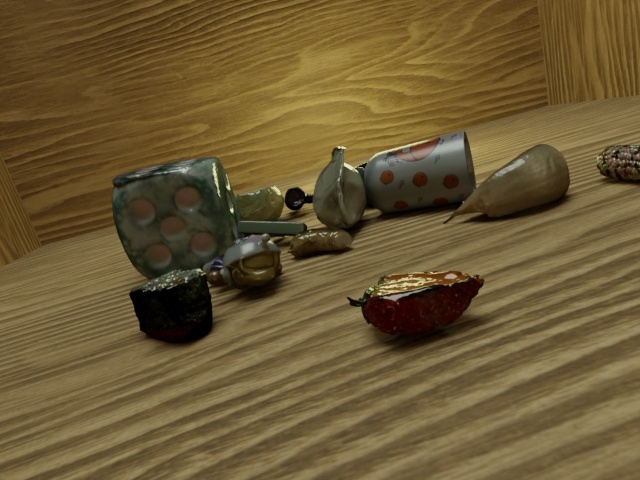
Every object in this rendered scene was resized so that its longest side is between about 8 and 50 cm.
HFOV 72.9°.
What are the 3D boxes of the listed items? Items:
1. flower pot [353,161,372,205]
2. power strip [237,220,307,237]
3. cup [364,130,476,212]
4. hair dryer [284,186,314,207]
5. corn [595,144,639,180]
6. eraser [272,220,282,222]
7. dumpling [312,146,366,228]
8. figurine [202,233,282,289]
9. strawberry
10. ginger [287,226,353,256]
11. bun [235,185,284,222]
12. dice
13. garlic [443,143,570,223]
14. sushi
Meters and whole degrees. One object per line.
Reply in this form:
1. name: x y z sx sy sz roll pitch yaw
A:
1. flower pot: 0.192 -0.216 1.629 0.190 0.157 0.243 -20 15 -23
2. power strip: -0.150 -0.030 1.427 0.216 0.061 0.145 3 -3 7
3. cup: 0.312 -0.201 1.372 0.318 0.212 0.212 -10 16 25
4. hair dryer: -0.027 -0.180 1.819 0.252 0.089 0.197 -3 0 -3
5. corn: 0.816 -0.186 1.070 0.092 0.092 0.280 -18 19 -12
6. eraser: -0.169 -0.044 1.598 0.052 0.029 0.122 -14 14 4
7. dumpling: 0.058 -0.169 1.391 0.182 0.259 0.341 0 12 22
8. figurine: -0.193 0.059 1.091 0.194 0.133 0.274 -8 -1 -19
9. strawberry: 0.147 0.099 0.680 0.193 0.084 0.140 -13 7 -13
10. ginger: 0.000 0.002 1.200 0.190 0.068 0.095 -10 38 15
11. bun: -0.263 -0.120 1.729 0.260 0.152 0.259 -17 3 1
12. dice: -0.453 -0.087 1.420 0.331 0.347 0.328 -16 17 -1
13. garlic: 0.505 -0.127 1.127 0.339 0.151 0.196 -27 -9 -16
14. sushi: -0.316 0.133 0.925 0.136 0.126 0.225 -27 18 -37
